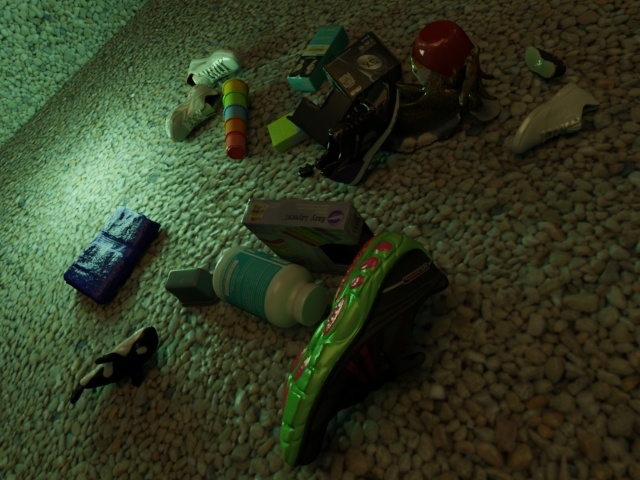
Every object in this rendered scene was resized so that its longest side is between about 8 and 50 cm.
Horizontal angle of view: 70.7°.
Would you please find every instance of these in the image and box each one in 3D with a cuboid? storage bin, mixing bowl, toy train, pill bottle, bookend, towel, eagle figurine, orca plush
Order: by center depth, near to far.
[{"bbox_3d":[-0.114,0.111,1.041,0.263,0.146,0.146,17,69,36],"label":"pill bottle"},{"bbox_3d":[-0.507,0.335,1.142,0.287,0.151,0.102,-35,81,0],"label":"orca plush"},{"bbox_3d":[0.277,-0.362,1.143,0.226,0.226,0.298,-21,1,-37],"label":"eagle figurine"},{"bbox_3d":[-0.337,0.113,1.199,0.135,0.091,0.098,-5,58,25],"label":"storage bin"},{"bbox_3d":[0.330,-0.543,1.259,0.181,0.098,0.182,-14,55,21],"label":"mixing bowl"},{"bbox_3d":[0.013,-0.361,1.268,0.157,0.072,0.156,40,106,21],"label":"bookend"},{"bbox_3d":[0.008,-0.220,1.269,0.158,0.027,0.036,-26,54,12],"label":"toy train"},{"bbox_3d":[-0.671,0.036,1.440,0.227,0.076,0.309,15,68,36],"label":"towel"}]

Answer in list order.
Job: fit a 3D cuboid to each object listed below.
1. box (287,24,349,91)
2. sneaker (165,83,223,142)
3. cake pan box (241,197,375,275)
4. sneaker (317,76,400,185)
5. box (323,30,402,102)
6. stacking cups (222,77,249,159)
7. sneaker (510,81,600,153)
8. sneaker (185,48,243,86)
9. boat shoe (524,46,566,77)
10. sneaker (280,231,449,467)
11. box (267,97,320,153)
[{"bbox_3d":[-0.007,-0.610,1.510,0.100,0.060,0.245,16,68,35],"label":"box"},{"bbox_3d":[-0.455,-0.462,1.638,0.120,0.099,0.263,18,71,31],"label":"sneaker"},{"bbox_3d":[0.000,0.000,0.989,0.266,0.246,0.070,5,66,29],"label":"cake pan box"},{"bbox_3d":[0.090,-0.271,1.114,0.107,0.124,0.284,45,116,44],"label":"sneaker"},{"bbox_3d":[0.123,-0.492,1.322,0.180,0.077,0.147,-35,71,3],"label":"box"},{"bbox_3d":[-0.276,-0.406,1.512,0.095,0.096,0.317,-21,56,16],"label":"stacking cups"},{"bbox_3d":[0.518,-0.257,0.990,0.212,0.080,0.094,-42,61,-3],"label":"sneaker"},{"bbox_3d":[-0.411,-0.644,1.736,0.289,0.105,0.123,3,68,41],"label":"sneaker"},{"bbox_3d":[0.549,-0.438,1.109,0.041,0.049,0.133,-8,44,-10],"label":"boat shoe"},{"bbox_3d":[0.076,0.223,0.829,0.483,0.202,0.185,-60,7,6],"label":"sneaker"},{"bbox_3d":[-0.071,-0.354,1.388,0.178,0.042,0.109,-27,52,10],"label":"box"}]
